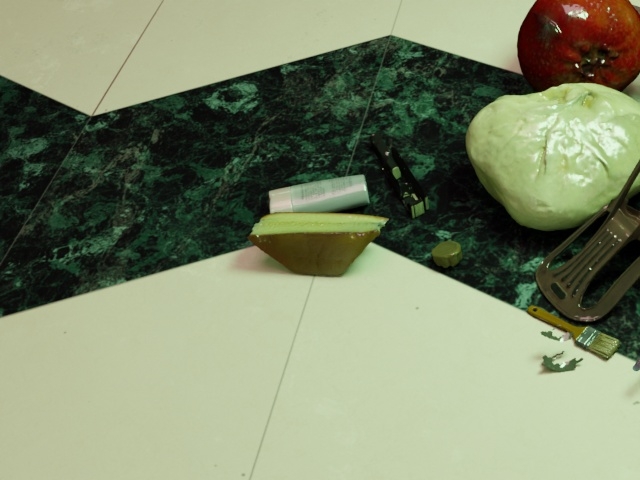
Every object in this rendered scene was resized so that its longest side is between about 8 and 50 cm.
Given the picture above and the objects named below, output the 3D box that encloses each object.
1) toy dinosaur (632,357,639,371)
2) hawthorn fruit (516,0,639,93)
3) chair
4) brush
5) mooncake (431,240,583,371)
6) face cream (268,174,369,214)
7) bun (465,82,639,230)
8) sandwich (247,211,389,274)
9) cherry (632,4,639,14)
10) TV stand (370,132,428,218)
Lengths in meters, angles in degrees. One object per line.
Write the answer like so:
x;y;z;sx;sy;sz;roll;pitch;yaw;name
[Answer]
0.567;0.160;1.589;0.197;0.080;0.045;-31;43;-19;toy dinosaur
0.531;-0.415;2.083;0.265;0.265;0.307;-13;26;0;hawthorn fruit
0.552;0.002;1.736;0.326;0.183;0.175;-54;41;22;chair
0.421;0.149;1.685;0.170;0.014;0.043;28;58;36;brush
0.313;0.098;1.731;0.150;0.057;0.346;-26;46;4;mooncake
-0.004;-0.083;1.996;0.198;0.057;0.084;-10;42;5;face cream
0.451;-0.181;1.877;0.361;0.213;0.361;-7;41;6;bun
0.000;0.000;1.882;0.258;0.096;0.094;2;39;18;sandwich
0.697;-0.446;2.192;0.107;0.090;0.225;-19;51;-23;cherry
0.156;-0.137;2.027;0.042;0.036;0.249;-20;43;-6;TV stand
